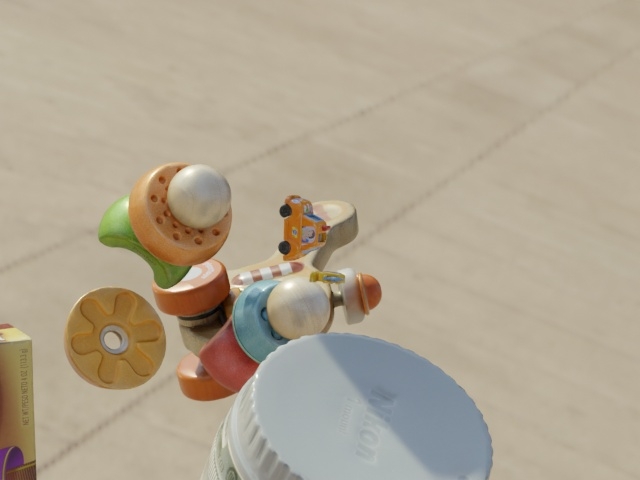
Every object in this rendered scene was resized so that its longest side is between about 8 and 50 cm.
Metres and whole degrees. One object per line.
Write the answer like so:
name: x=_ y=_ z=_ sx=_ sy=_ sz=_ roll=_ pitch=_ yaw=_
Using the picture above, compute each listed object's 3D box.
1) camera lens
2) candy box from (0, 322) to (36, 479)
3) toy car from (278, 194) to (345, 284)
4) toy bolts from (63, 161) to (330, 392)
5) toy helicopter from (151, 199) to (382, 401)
camera lens: x=0.001 y=0.239 z=1.528 sx=0.219 sy=0.274 sz=0.219 roll=13 pitch=37 yaw=-10
candy box: x=-0.228 y=0.149 z=1.135 sx=0.109 sy=0.186 sz=0.053 roll=-5 pitch=11 yaw=-26
toy car: x=0.000 y=0.000 z=1.651 sx=0.040 sy=0.060 sz=0.122 roll=4 pitch=-13 yaw=20
toy bolts: x=-0.107 y=0.056 z=1.782 sx=0.228 sy=0.218 sz=0.158 roll=35 pitch=-31 yaw=-13
toy helicopter: x=-0.022 y=0.040 z=2.136 sx=0.235 sy=0.140 sz=0.355 roll=-4 pitch=26 yaw=22
